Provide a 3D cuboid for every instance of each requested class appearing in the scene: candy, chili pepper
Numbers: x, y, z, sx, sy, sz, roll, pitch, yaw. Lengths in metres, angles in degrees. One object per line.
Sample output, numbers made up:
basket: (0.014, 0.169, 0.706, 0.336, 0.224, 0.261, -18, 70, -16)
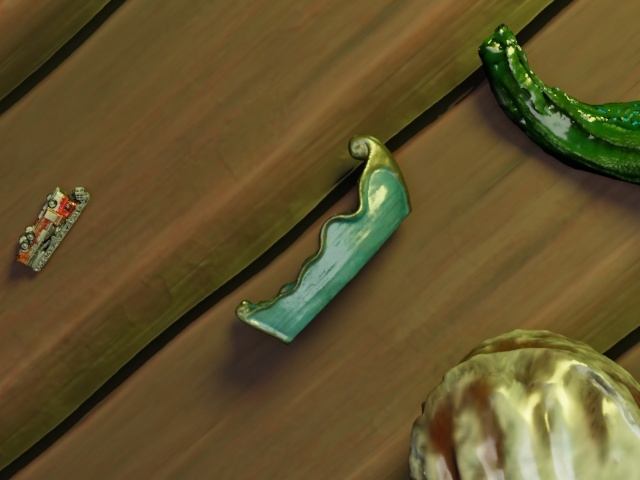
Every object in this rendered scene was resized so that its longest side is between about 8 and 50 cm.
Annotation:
candy: (0.181, 0.215, 1.520, 0.214, 0.157, 0.289, -18, 88, 14)
chili pepper: (0.256, -0.091, 1.521, 0.279, 0.122, 0.065, 18, 67, 29)

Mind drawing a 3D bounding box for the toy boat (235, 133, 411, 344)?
toy boat: (0.000, 0.000, 1.585, 0.077, 0.075, 0.185, 43, 95, -2)

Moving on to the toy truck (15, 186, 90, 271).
toy truck: (-0.230, -0.013, 1.650, 0.032, 0.024, 0.083, 31, 99, -15)
